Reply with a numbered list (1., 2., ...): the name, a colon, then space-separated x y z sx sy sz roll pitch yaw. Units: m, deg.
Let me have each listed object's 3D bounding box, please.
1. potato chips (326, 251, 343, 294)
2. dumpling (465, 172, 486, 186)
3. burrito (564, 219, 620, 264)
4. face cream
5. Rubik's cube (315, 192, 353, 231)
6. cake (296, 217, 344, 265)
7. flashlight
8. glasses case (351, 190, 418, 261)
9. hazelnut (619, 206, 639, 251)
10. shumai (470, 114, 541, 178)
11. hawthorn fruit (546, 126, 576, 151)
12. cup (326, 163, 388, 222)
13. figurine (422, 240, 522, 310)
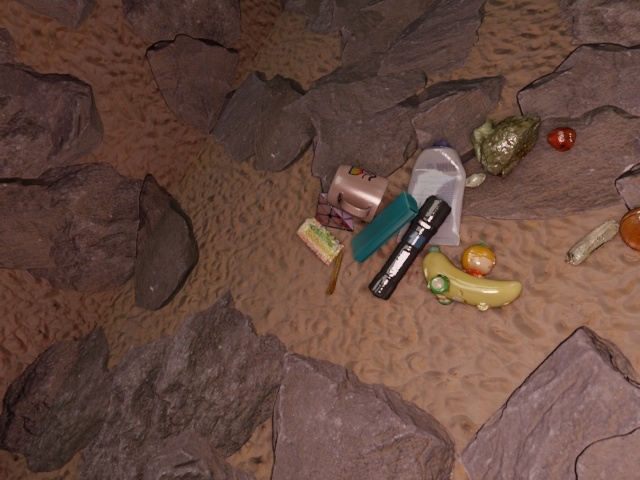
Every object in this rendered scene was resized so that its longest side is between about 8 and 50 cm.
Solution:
1. potato chips: 0.059 0.129 1.751 0.026 0.037 0.203 4 59 25
2. dumpling: 0.575 -0.229 1.633 0.077 0.043 0.059 -48 30 22
3. burrito: 0.820 0.009 1.319 0.188 0.045 0.058 -40 23 9
4. face cream: 0.433 -0.185 1.660 0.235 0.137 0.420 4 72 30
5. Rubik's cube: 0.102 -0.136 1.885 0.190 0.211 0.178 37 61 11
6. cake: 0.008 0.008 1.843 0.109 0.090 0.225 -46 59 0
7. flashlight: 0.318 0.033 1.570 0.103 0.103 0.423 37 96 42
8. glasses case: 0.239 -0.042 1.639 0.301 0.070 0.117 -43 28 31
9. hazelnut: 0.921 -0.036 1.215 0.150 0.150 0.150 -17 54 24
10. shumai: 0.645 -0.369 1.577 0.256 0.189 0.218 -44 49 -6
11. hawthorn fruit: 0.832 -0.352 1.517 0.093 0.093 0.093 -17 54 24
12. cup: 0.134 -0.177 1.712 0.201 0.191 0.252 22 35 1
13. figurine: 0.488 0.110 1.427 0.325 0.124 0.222 12 66 35
